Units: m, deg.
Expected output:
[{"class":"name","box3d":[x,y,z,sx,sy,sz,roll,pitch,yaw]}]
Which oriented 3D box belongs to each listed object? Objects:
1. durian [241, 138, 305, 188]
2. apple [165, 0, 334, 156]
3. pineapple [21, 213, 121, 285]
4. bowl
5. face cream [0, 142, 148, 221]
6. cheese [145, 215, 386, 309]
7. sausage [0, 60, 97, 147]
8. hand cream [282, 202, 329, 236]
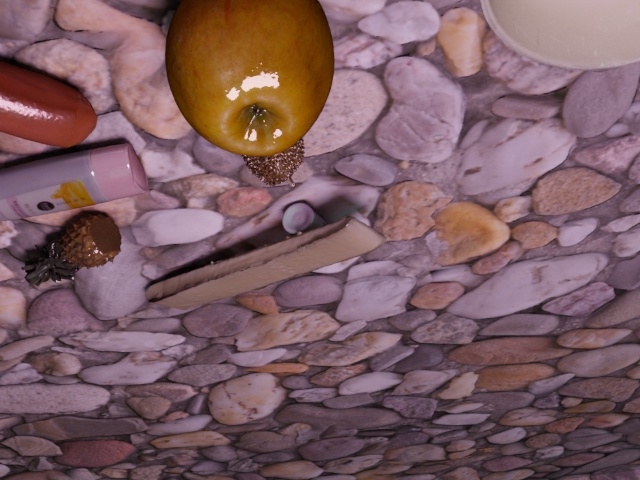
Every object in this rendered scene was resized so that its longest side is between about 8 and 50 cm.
[{"class":"durian","box3d":[-0.053,-0.103,1.104,0.080,0.080,0.091,-31,98,32]},{"class":"apple","box3d":[-0.068,-0.173,0.918,0.182,0.155,0.182,-1,151,-1]},{"class":"pineapple","box3d":[-0.342,0.017,1.250,0.159,0.074,0.074,-23,145,32]},{"class":"bowl","box3d":[0.260,-0.294,0.808,0.277,0.145,0.277,-6,149,-4]},{"class":"face cream","box3d":[-0.315,-0.068,1.126,0.198,0.057,0.084,-11,149,6]},{"class":"cheese","box3d":[-0.088,0.040,1.307,0.400,0.034,0.085,-18,154,36]},{"class":"sausage","box3d":[-0.331,-0.150,0.980,0.194,0.077,0.077,18,140,-34]},{"class":"hand cream","box3d":[0.000,0.000,1.319,0.076,0.047,0.174,-14,155,15]}]
